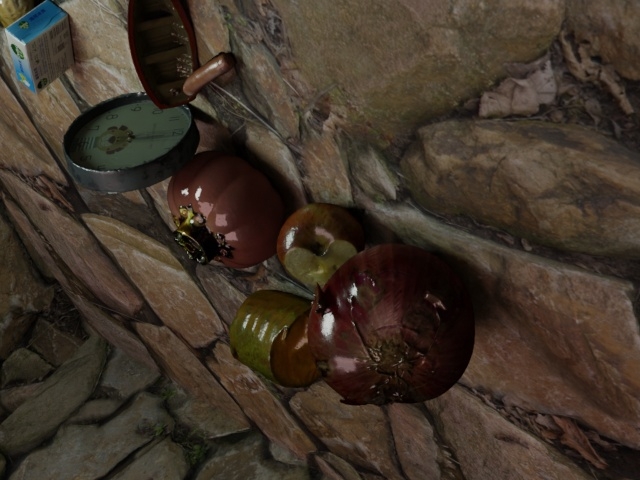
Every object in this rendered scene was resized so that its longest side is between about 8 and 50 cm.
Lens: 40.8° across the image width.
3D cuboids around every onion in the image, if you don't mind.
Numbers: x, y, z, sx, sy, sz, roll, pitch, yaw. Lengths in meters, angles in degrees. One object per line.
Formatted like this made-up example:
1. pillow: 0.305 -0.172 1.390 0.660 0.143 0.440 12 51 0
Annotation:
1. onion: 0.138 0.174 1.744 0.354 0.353 0.353 32 152 20

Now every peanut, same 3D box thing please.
1. peanut: -0.746 -0.552 2.130 0.101 0.117 0.263 -3 149 -1

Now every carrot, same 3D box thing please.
1. carrot: -0.081 0.262 2.280 0.341 0.241 0.241 15 143 44

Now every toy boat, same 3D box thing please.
1. toy boat: -0.330 -0.425 1.754 0.392 0.136 0.079 86 163 -55

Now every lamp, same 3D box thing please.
1. lamp: -0.230 -0.058 2.002 0.305 0.239 0.305 31 150 20

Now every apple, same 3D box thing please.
1. apple: 0.000 0.000 1.860 0.195 0.160 0.173 -16 154 12

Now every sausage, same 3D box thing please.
1. sausage: -0.237 -0.343 1.790 0.177 0.047 0.040 -23 89 49

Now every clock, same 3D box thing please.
1. clock: -0.432 -0.229 1.953 0.313 0.312 0.061 25 144 31

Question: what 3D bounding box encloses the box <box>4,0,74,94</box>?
1. box: -0.686 -0.474 2.119 0.073 0.139 0.194 38 153 10
